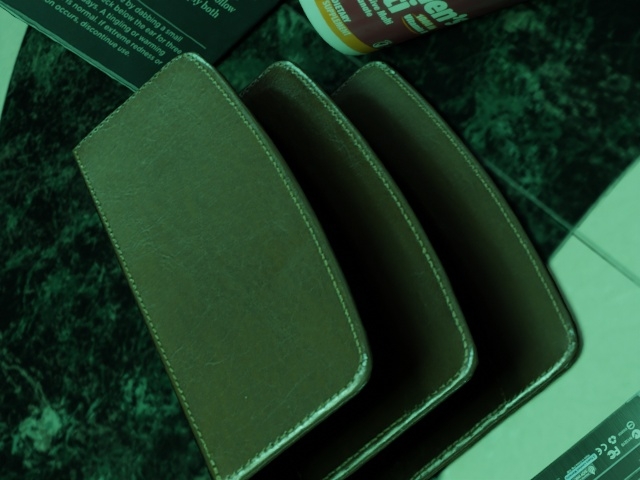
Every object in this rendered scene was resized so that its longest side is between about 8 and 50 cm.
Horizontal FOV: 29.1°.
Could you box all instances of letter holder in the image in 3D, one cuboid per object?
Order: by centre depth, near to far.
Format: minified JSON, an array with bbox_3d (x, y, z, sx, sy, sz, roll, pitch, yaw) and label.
[{"bbox_3d":[0.000,0.000,0.812,0.214,0.152,0.302,-40,52,14],"label":"letter holder"}]

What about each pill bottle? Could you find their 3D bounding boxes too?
[{"bbox_3d":[0.097,-0.213,0.848,0.221,0.121,0.121,-14,63,32],"label":"pill bottle"}]

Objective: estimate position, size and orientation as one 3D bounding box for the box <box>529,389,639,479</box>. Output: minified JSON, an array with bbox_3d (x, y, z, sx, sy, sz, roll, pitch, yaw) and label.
[{"bbox_3d":[0.230,0.147,0.637,0.231,0.056,0.183,-44,52,13],"label":"box"}]

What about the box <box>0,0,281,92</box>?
[{"bbox_3d":[-0.101,-0.364,1.003,0.395,0.212,0.293,-41,51,15],"label":"box"}]
